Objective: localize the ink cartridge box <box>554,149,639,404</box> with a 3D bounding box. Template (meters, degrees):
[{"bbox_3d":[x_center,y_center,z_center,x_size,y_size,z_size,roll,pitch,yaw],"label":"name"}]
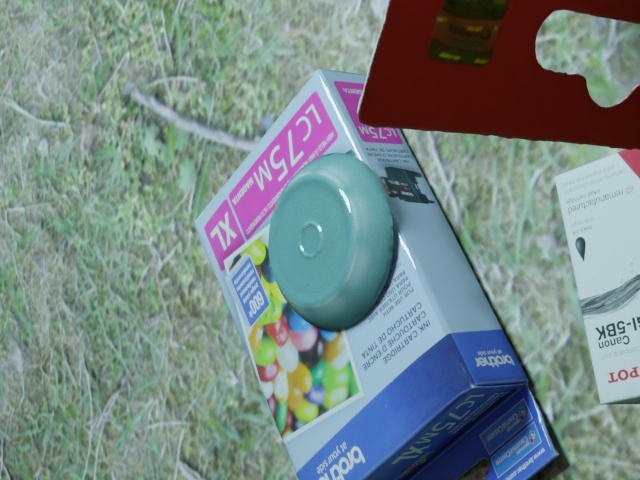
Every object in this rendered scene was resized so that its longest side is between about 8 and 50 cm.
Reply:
[{"bbox_3d":[0.193,0.016,0.728,0.099,0.056,0.135,-23,72,46],"label":"ink cartridge box"}]

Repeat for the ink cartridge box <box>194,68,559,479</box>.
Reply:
[{"bbox_3d":[0.026,0.058,0.919,0.186,0.065,0.311,-48,57,38],"label":"ink cartridge box"}]

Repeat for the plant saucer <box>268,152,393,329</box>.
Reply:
[{"bbox_3d":[0.000,0.000,0.888,0.119,0.021,0.119,-3,86,48],"label":"plant saucer"}]

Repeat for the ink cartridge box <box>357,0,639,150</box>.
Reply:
[{"bbox_3d":[0.201,-0.202,0.532,0.091,0.308,0.385,36,116,44],"label":"ink cartridge box"}]
